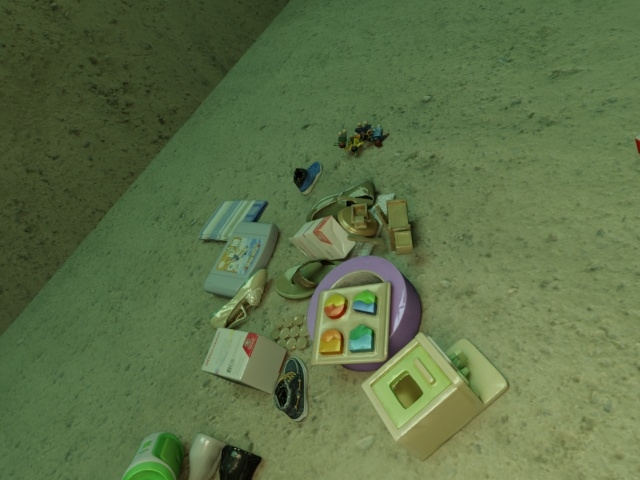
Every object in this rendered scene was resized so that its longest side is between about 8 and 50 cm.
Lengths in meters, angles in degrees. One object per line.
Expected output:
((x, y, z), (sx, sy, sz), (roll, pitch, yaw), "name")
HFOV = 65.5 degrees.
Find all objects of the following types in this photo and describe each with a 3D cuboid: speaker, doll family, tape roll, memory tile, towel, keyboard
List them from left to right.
((-0.405, 0.562, 1.216), (0.131, 0.131, 0.296), (-52, 5, -12), "speaker")
((-0.352, -0.078, 1.985), (0.285, 0.034, 0.209), (3, 54, 42), "towel")
((-0.086, 0.263, 1.413), (0.148, 0.012, 0.113), (-14, 45, 34), "memory tile")
((0.145, -0.362, 1.770), (0.193, 0.076, 0.111), (-23, 36, 21), "doll family")
((0.104, 0.177, 1.229), (0.274, 0.090, 0.275), (-20, 50, 26), "tape roll")
((0.154, -0.039, 1.489), (0.072, 0.014, 0.256), (-1, 53, 43), "keyboard")

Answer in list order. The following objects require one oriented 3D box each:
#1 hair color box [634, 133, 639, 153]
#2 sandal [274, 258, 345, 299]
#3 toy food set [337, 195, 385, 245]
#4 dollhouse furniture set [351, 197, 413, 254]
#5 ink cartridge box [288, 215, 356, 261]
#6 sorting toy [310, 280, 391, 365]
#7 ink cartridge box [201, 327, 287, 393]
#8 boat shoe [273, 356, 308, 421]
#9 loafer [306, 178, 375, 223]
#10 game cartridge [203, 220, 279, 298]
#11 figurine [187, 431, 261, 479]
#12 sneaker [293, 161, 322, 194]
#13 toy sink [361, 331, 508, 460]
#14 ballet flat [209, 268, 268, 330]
((0.784, -0.233, 1.062), (0.167, 0.053, 0.093), (-34, 36, 10), "hair color box")
((-0.010, 0.096, 1.442), (0.302, 0.086, 0.120), (-12, 51, 32), "sandal")
((0.111, -0.049, 1.438), (0.192, 0.132, 0.039), (-99, 22, -45), "toy food set")
((0.164, -0.009, 1.345), (0.160, 0.101, 0.182), (-6, 46, 10), "dollhouse furniture set")
((0.000, 0.000, 1.480), (0.067, 0.115, 0.198), (-51, 20, -26), "ink cartridge box")
((0.066, 0.191, 1.155), (0.208, 0.038, 0.193), (-14, 53, 31), "sorting toy")
((-0.209, 0.325, 1.359), (0.176, 0.127, 0.128), (0, 62, 42), "ink cartridge box")
((-0.076, 0.357, 1.250), (0.065, 0.083, 0.183), (-32, 38, 15), "boat shoe")
((0.064, -0.103, 1.568), (0.251, 0.094, 0.087), (-33, 33, 13), "loafer")
((-0.268, 0.062, 1.731), (0.198, 0.062, 0.297), (2, 58, 41), "game cartridge")
((-0.269, 0.594, 1.199), (0.214, 0.092, 0.210), (-2, 57, 43), "figurine")
((-0.050, -0.251, 1.830), (0.058, 0.084, 0.152), (-1, 53, 43), "sneaker")
((0.226, 0.289, 0.996), (0.234, 0.131, 0.153), (-40, 37, 3), "toy sink")
((-0.242, 0.201, 1.579), (0.248, 0.086, 0.086), (-46, 36, -1), "ballet flat")
